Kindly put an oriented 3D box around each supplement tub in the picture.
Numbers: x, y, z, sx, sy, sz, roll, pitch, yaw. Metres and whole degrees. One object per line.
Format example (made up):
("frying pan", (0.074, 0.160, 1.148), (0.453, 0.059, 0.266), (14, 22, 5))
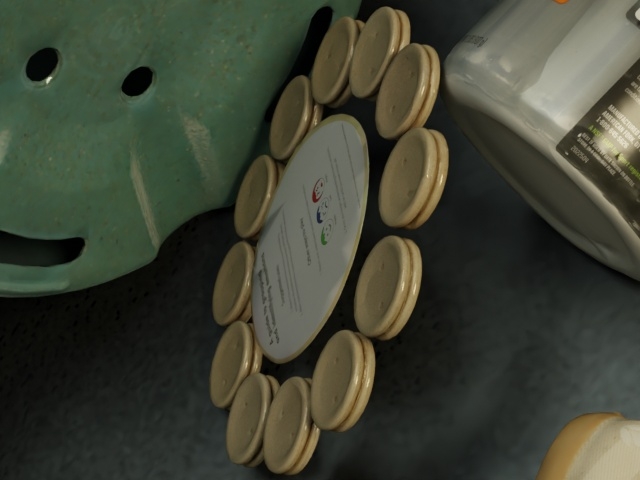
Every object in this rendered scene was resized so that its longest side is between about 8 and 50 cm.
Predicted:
("supplement tub", (0.144, -0.087, 0.685), (0.190, 0.117, 0.117), (-46, 47, -5))

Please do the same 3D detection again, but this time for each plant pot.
("plant pot", (-0.174, -0.167, 0.818), (0.341, 0.341, 0.334), (-47, 55, -6))

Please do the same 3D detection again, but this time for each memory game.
("memory game", (0.000, 0.000, 0.717), (0.186, 0.012, 0.186), (-46, 35, 47))

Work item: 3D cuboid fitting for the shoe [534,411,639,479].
("shoe", (0.074, 0.151, 0.587), (0.058, 0.076, 0.219), (5, 60, 40))
